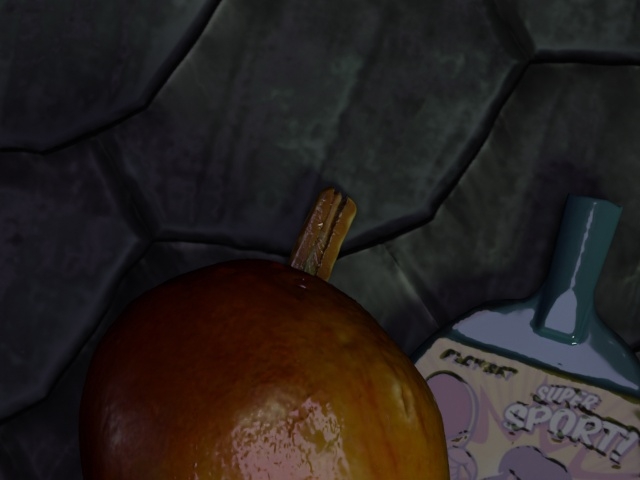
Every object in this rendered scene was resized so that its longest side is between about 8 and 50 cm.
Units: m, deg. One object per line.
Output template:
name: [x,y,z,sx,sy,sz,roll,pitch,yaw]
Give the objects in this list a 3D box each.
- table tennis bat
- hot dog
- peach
table tennis bat: [0.157,0.123,1.370,0.215,0.044,0.329,18,81,3]
hot dog: [0.000,0.000,1.398,0.037,0.021,0.083,30,77,-17]
peach: [-0.037,0.142,1.259,0.238,0.281,0.281,1,75,-45]
